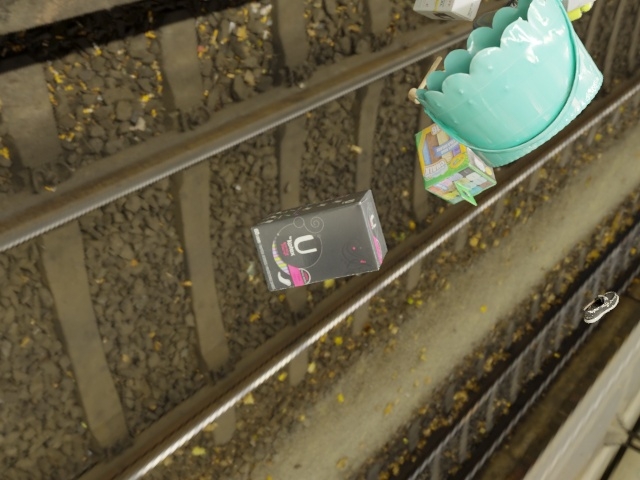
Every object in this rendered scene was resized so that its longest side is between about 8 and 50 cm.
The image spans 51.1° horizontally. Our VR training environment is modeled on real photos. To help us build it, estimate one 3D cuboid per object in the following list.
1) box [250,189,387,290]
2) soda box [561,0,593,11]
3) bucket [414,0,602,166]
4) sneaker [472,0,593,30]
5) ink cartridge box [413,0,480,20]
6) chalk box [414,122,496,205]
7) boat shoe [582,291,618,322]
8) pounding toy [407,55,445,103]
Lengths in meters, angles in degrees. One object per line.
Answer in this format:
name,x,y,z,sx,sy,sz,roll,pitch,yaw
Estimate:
box,0.000,0.000,1.560,0.143,0.270,0.165,-50,125,-69
soda box,0.557,-0.549,1.327,0.286,0.098,0.091,-26,133,-20
bucket,0.320,-0.270,1.136,0.183,0.281,0.281,46,69,-10
sneaker,0.493,-0.573,1.610,0.121,0.300,0.111,42,57,-33
ink cartridge box,0.324,-0.624,1.671,0.072,0.175,0.127,12,102,-29
chalk box,0.333,-0.179,1.637,0.132,0.132,0.213,24,51,-42
boat shoe,0.723,0.164,1.732,0.125,0.046,0.038,-32,113,-20
pounding toy,0.345,-0.402,1.804,0.206,0.094,0.181,-25,140,-17
